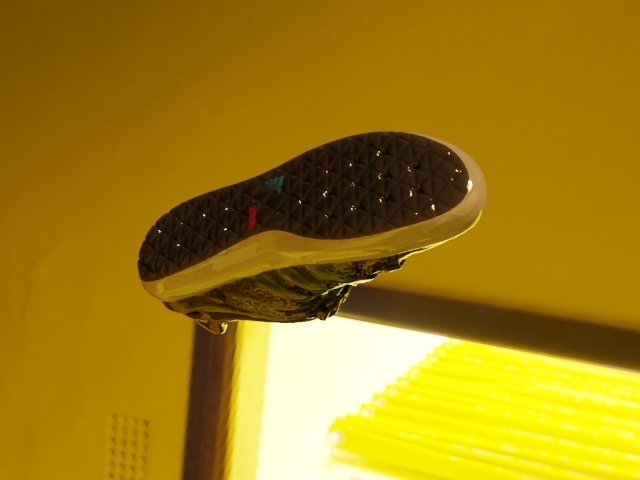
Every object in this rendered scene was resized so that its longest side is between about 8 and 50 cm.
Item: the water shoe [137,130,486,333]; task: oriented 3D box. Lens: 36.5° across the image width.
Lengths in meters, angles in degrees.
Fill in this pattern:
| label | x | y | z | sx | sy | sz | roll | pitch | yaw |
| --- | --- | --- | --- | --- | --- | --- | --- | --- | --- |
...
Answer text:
| label | x | y | z | sx | sy | sz | roll | pitch | yaw |
| --- | --- | --- | --- | --- | --- | --- | --- | --- | --- |
| water shoe | 0.000 | 0.000 | 0.520 | 0.080 | 0.203 | 0.073 | 48 | -139 | -44 |
